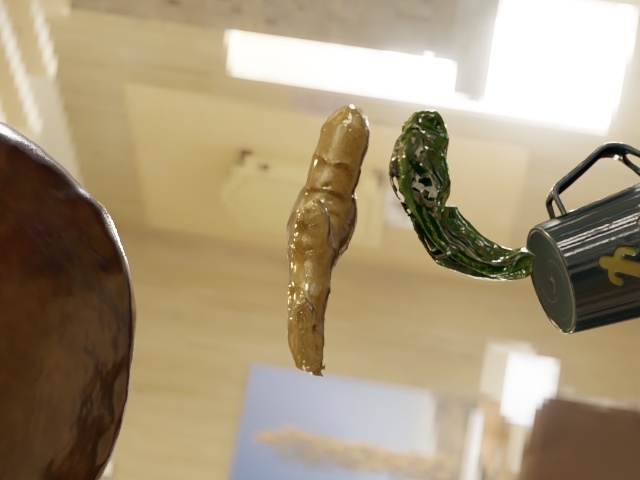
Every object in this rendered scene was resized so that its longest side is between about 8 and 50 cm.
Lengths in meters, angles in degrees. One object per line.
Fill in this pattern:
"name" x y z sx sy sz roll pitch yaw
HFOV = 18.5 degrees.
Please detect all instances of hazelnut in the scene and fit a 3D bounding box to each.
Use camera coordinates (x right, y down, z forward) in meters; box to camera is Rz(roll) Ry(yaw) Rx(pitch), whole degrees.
"hazelnut" -0.316 0.103 1.355 0.421 0.353 0.420 -173 90 -69

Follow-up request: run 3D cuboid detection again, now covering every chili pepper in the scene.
"chili pepper" 0.111 -0.030 1.690 0.182 0.073 0.050 59 169 21

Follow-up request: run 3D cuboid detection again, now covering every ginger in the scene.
"ginger" 0.000 0.000 2.235 0.148 0.081 0.333 115 171 -51

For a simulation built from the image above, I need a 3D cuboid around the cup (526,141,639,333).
"cup" 0.279 -0.002 1.869 0.131 0.155 0.176 109 141 -68
